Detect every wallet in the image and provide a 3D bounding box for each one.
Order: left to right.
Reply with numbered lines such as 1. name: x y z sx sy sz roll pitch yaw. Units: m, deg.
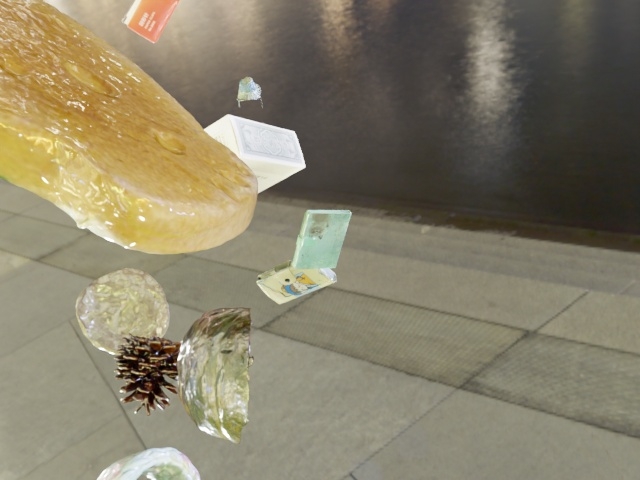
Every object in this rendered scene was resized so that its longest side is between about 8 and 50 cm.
1. wallet: -0.056 0.090 1.413 0.155 0.110 0.039 -25 44 25

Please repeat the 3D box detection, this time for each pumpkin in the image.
1. pumpkin: -0.154 0.151 0.932 0.111 0.163 0.278 9 38 -10

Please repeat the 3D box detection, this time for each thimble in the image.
1. thimble: -0.361 0.526 1.276 0.211 0.185 0.149 5 -28 -42

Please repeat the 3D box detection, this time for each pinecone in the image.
1. pinecone: -0.362 0.287 1.333 0.163 0.165 0.163 9 -6 1

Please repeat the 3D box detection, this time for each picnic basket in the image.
1. picnic basket: -0.187 -0.379 1.621 0.065 0.083 0.083 -3 46 8

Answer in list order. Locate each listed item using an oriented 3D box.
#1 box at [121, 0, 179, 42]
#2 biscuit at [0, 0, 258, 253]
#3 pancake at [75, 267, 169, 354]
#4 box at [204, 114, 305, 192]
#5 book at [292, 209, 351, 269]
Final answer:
1. box: -0.437 -0.624 1.643 0.182 0.099 0.133 -55 26 13
2. biscuit: -0.212 -0.105 0.483 0.343 0.057 0.287 40 20 8
3. pancake: -0.516 0.185 1.651 0.242 0.242 0.050 -31 -5 -24
4. box: -0.175 -0.102 1.001 0.256 0.069 0.164 -25 -13 31
5. book: 0.000 0.000 1.264 0.103 0.135 0.017 -1 33 -27
